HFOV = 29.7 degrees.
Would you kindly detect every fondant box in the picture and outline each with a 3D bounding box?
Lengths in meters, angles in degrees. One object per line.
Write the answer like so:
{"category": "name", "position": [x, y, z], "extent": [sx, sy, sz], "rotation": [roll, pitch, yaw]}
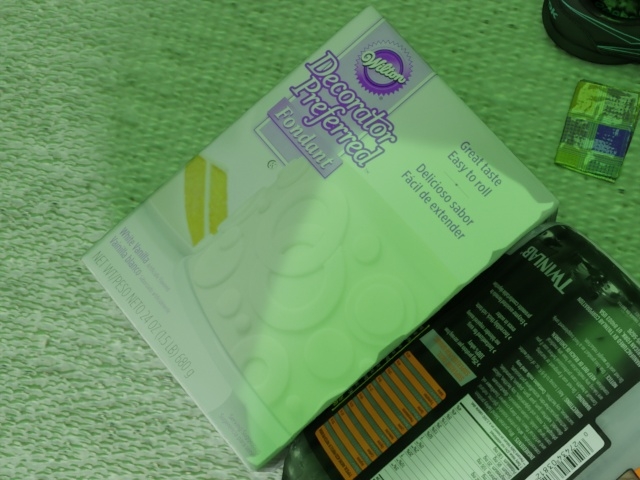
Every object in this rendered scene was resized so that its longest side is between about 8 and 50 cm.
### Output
{"category": "fondant box", "position": [0.000, 0.000, 1.023], "extent": [0.330, 0.096, 0.238], "rotation": [-41, 76, -1]}

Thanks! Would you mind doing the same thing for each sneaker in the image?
{"category": "sneaker", "position": [0.317, -0.176, 1.002], "extent": [0.267, 0.106, 0.101], "rotation": [11, 80, 10]}

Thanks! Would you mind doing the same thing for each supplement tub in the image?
{"category": "supplement tub", "position": [0.118, 0.164, 0.915], "extent": [0.338, 0.207, 0.207], "rotation": [-41, 76, 0]}

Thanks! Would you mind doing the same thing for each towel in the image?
{"category": "towel", "position": [0.241, -0.097, 1.046], "extent": [0.060, 0.009, 0.083], "rotation": [18, 83, 11]}
